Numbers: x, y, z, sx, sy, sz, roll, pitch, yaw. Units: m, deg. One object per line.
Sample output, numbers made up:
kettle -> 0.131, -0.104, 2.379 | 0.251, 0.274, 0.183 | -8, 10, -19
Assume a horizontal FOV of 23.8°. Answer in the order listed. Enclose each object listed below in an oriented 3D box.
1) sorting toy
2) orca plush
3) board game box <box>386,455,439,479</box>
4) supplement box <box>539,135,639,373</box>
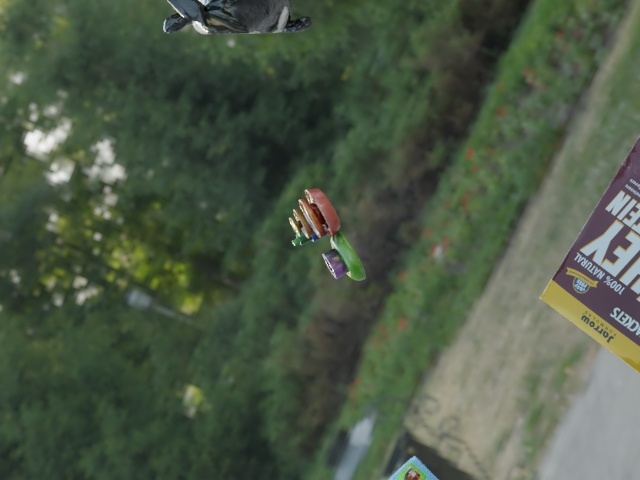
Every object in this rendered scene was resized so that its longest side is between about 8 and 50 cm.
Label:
sorting toy -> 0.000, 0.000, 1.375 | 0.042, 0.102, 0.061 | -30, 25, -6
orca plush -> -0.096, -0.261, 1.540 | 0.287, 0.151, 0.102 | -25, -65, -71
board game box -> 0.006, 0.275, 1.258 | 0.211, 0.039, 0.160 | -43, -8, -15
supplement box -> 0.338, 0.008, 1.400 | 0.191, 0.129, 0.194 | 0, -56, -56
